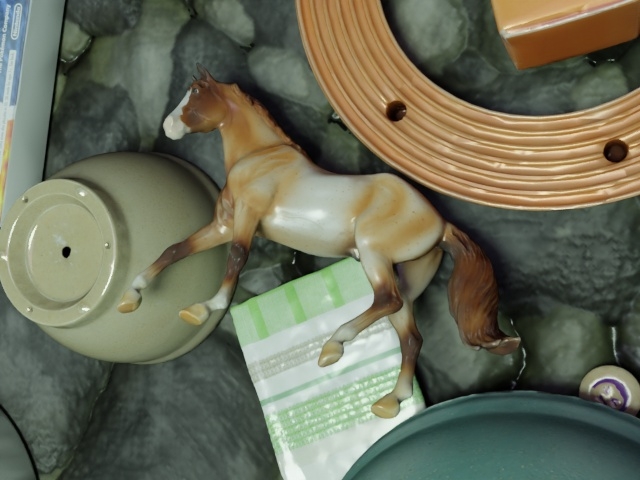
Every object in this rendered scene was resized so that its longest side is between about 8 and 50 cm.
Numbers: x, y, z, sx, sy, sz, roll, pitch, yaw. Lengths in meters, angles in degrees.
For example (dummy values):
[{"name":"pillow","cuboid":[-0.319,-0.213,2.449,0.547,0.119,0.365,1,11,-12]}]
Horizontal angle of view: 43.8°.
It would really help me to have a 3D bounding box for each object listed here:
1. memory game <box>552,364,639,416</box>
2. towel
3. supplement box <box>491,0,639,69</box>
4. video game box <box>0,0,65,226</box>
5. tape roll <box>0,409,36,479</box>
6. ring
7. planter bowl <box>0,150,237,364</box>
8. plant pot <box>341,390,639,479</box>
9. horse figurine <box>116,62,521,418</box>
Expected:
[{"name":"memory game","cuboid":[0.194,0.164,0.470,0.186,0.012,0.186,-1,86,21]},{"name":"towel","cuboid":[0.010,0.097,0.543,0.113,0.023,0.152,-23,77,16]},{"name":"supplement box","cuboid":[0.120,-0.224,0.453,0.080,0.078,0.233,-14,83,19]},{"name":"video game box","cuboid":[-0.310,-0.120,0.661,0.187,0.048,0.205,7,89,24]},{"name":"tape roll","cuboid":[-0.361,0.227,0.595,0.246,0.169,0.246,-1,86,21]},{"name":"ring","cuboid":[0.143,-0.184,0.500,0.336,0.032,0.337,-1,87,20]},{"name":"planter bowl","cuboid":[-0.153,0.011,0.560,0.162,0.109,0.162,-1,87,22]},{"name":"plant pot","cuboid":[0.097,0.242,0.391,0.293,0.196,0.293,1,94,20]},{"name":"horse figurine","cuboid":[0.000,0.000,0.498,0.263,0.066,0.174,19,57,12]}]
